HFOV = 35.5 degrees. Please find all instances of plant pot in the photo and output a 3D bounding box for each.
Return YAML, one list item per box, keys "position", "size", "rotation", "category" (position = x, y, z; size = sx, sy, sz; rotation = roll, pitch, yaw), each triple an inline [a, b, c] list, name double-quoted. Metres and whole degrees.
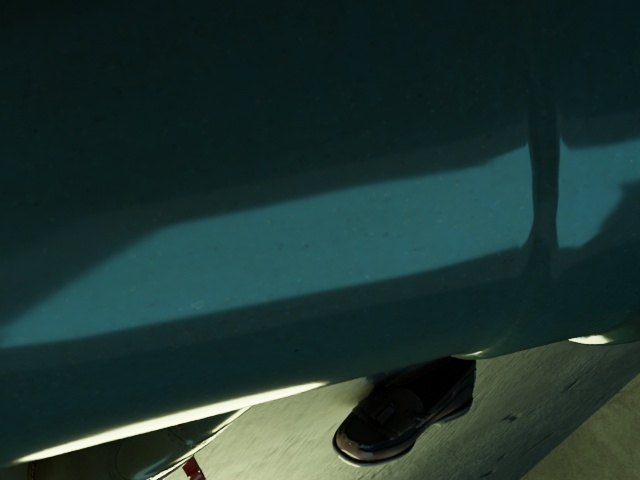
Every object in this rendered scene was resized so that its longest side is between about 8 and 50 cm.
- position: [-0.045, -0.060, 0.490]
  size: [0.334, 0.341, 0.341]
  rotation: [-17, 151, -16]
  category: "plant pot"

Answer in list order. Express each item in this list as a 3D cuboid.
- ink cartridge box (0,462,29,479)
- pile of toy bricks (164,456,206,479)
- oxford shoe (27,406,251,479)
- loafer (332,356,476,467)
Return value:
- position: [-0.297, 0.277, 0.986]
  size: [0.127, 0.128, 0.176]
  rotation: [-6, 142, -46]
  category: "ink cartridge box"
- position: [-0.189, 0.256, 1.108]
  size: [0.118, 0.105, 0.212]
  rotation: [-30, 155, -9]
  category: "pile of toy bricks"
- position: [-0.116, 0.123, 0.906]
  size: [0.348, 0.123, 0.130]
  rotation: [-39, 180, -14]
  category: "oxford shoe"
- position: [0.134, 0.245, 1.522]
  size: [0.303, 0.109, 0.095]
  rotation: [-17, 132, -45]
  category: "loafer"
